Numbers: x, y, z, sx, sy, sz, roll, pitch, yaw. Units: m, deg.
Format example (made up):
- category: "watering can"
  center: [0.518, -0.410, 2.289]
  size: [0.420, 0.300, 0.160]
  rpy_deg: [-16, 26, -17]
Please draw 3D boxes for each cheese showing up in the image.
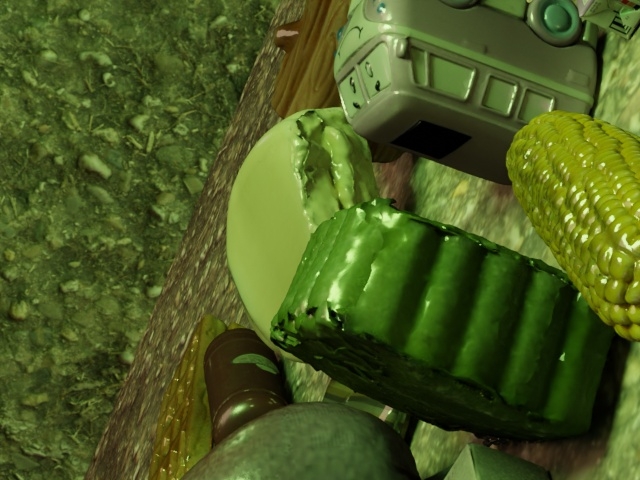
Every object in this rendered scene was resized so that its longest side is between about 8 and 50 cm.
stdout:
- category: "cheese"
  center: [0.000, 0.000, 1.282]
  size: [0.233, 0.127, 0.266]
  rpy_deg: [-51, 52, 49]

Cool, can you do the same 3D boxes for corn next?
- category: "corn"
  center: [0.191, -0.021, 0.798]
  size: [0.310, 0.101, 0.101]
  rpy_deg: [-100, 33, -67]

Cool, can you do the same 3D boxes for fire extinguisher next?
- category: "fire extinguisher"
  center: [-0.073, 0.201, 1.518]
  size: [0.138, 0.102, 0.344]
  rpy_deg: [-34, 18, 1]

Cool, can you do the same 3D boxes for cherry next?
- category: "cherry"
  center: [-0.014, 0.238, 0.991]
  size: [0.183, 0.266, 0.213]
  rpy_deg: [-128, 38, -59]

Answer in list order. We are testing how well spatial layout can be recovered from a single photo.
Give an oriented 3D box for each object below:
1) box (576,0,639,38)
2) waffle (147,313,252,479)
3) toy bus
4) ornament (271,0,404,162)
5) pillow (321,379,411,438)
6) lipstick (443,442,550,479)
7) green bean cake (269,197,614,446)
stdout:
- category: "box"
  center: [0.234, -0.218, 1.004]
  size: [0.117, 0.051, 0.036]
  rpy_deg: [-88, 24, -47]
- category: "waffle"
  center: [-0.177, 0.291, 1.776]
  size: [0.327, 0.098, 0.224]
  rpy_deg: [-85, 18, -49]
- category: "toy bus"
  center: [0.117, -0.143, 1.030]
  size: [0.142, 0.203, 0.142]
  rpy_deg: [150, 136, -69]
- category: "ornament"
  center: [0.054, -0.218, 1.370]
  size: [0.235, 0.221, 0.217]
  rpy_deg: [-75, 8, -54]
- category: "pillow"
  center: [0.018, 0.230, 1.196]
  size: [0.208, 0.052, 0.212]
  rpy_deg: [-5, 66, 71]
- category: "lipstick"
  center: [0.066, 0.290, 0.890]
  size: [0.066, 0.068, 0.317]
  rpy_deg: [-94, 28, -62]
- category: "green bean cake"
  center: [0.080, 0.063, 0.867]
  size: [0.113, 0.214, 0.200]
  rpy_deg: [-68, 11, -14]
